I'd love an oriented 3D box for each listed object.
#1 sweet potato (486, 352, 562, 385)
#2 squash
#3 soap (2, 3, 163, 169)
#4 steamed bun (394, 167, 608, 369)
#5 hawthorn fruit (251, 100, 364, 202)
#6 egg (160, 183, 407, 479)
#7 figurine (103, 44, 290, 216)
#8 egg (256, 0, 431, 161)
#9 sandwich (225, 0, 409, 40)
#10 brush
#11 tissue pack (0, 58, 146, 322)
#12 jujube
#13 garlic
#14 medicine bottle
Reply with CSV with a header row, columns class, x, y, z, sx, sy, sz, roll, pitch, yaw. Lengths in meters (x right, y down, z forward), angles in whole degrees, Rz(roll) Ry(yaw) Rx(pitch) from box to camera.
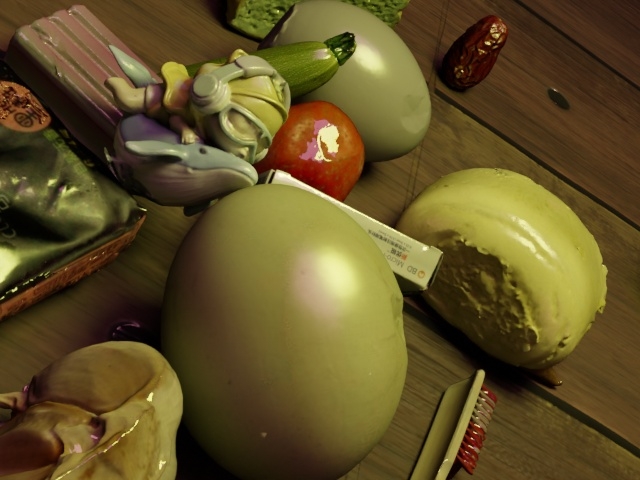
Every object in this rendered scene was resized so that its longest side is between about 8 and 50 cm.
class,x,y,z,sx,sy,sz,roll,pitch,yaw
sweet potato,0.249,0.149,1.300,0.115,0.026,0.026,25,39,-18
squash,-0.079,-0.180,1.210,0.252,0.066,0.066,-11,49,2
soap,-0.230,-0.152,1.136,0.203,0.065,0.122,44,38,3
steamed bun,0.228,0.007,1.295,0.273,0.166,0.232,42,36,12
hawthorn fruit,-0.019,-0.087,1.211,0.133,0.133,0.138,26,49,-20
egg,-0.031,0.084,0.940,0.219,0.219,0.269,2,85,-41
figurine,-0.123,-0.113,1.014,0.208,0.184,0.128,48,-3,33
egg,0.033,-0.191,1.322,0.232,0.176,0.176,39,36,-8
sandwich,0.022,-0.365,1.411,0.249,0.273,0.095,15,44,-28
brush,0.115,0.242,1.056,0.050,0.060,0.321,49,35,-8
tissue pack,-0.326,-0.029,0.878,0.245,0.123,0.332,45,36,9
jujube,0.239,-0.290,1.648,0.077,0.129,0.077,20,44,-21
garlic,-0.186,0.182,0.788,0.229,0.178,0.142,-54,126,-36
medicine bottle,0.000,0.000,1.112,0.201,0.171,0.052,26,76,-18
